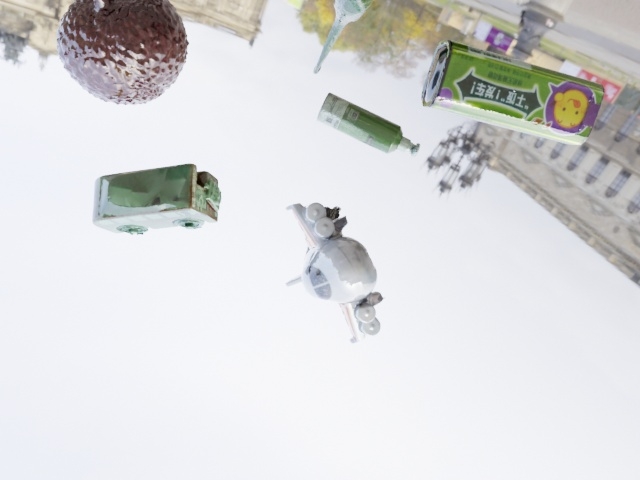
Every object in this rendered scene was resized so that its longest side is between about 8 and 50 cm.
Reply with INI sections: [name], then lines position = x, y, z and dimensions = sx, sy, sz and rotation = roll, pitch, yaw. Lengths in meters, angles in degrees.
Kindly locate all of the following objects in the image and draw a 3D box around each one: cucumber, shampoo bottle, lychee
[cucumber]
position = -0.001, -0.002, 1.473
dimensions = 0.067, 0.067, 0.245
rotation = 22, -120, -7
[shampoo bottle]
position = 0.096, -0.215, 0.991
dimensions = 0.205, 0.065, 0.065
rotation = 26, -153, 0
[lychee]
position = -0.396, -0.396, 1.047
dimensions = 0.261, 0.260, 0.260
rotation = 20, -153, -11

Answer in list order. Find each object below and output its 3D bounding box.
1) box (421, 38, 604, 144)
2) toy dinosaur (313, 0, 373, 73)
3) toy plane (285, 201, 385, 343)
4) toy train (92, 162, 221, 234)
[box]
position = 0.382, -0.293, 1.032
dimensions = 0.346, 0.134, 0.097
rotation = 10, -164, -12
[toy dinosaur]
position = 0.041, -0.512, 1.178
dimensions = 0.087, 0.301, 0.447
rotation = 40, -161, -6
[toy plane]
position = 0.013, 0.050, 0.809
dimensions = 0.118, 0.244, 0.244
rotation = -26, -134, -12
[toy train]
position = -0.402, -0.092, 1.217
dimensions = 0.327, 0.129, 0.159
rotation = -5, 164, 13
